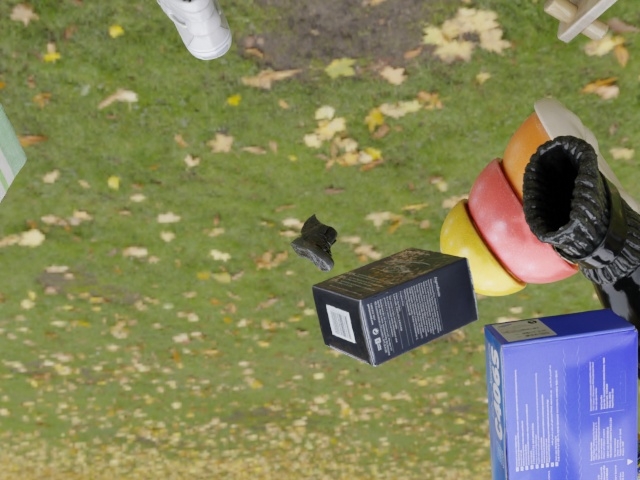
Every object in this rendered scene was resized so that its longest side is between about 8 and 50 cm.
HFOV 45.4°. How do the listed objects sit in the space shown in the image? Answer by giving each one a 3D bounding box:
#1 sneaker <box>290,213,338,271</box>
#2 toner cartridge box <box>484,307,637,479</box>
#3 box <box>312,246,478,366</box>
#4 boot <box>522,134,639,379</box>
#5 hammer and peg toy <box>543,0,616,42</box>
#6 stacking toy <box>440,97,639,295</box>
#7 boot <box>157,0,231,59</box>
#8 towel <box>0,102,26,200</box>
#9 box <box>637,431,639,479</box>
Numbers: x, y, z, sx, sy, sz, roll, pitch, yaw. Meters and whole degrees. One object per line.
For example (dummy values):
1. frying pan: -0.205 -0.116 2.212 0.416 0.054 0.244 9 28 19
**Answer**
1. sneaker: 0.001 0.002 1.514 0.089 0.051 0.170 -37 -150 -17
2. toner cartridge box: 0.299 0.266 0.950 0.165 0.347 0.075 -6 -166 -3
3. box: 0.116 0.097 1.196 0.207 0.108 0.153 -19 -166 -25
4. boot: 0.409 0.038 1.056 0.131 0.348 0.260 -35 136 20
5. hammer and peg toy: 0.536 -0.554 1.385 0.127 0.361 0.266 24 151 -13
6. stacking toy: 0.351 -0.014 1.487 0.480 0.350 0.351 -34 153 22
7. boot: -0.204 -0.385 1.093 0.095 0.258 0.123 -29 153 -8
8. towel: -0.582 -0.093 1.193 0.038 0.324 0.248 11 145 9
9. box: 0.428 0.293 1.042 0.054 0.059 0.169 -48 178 3
